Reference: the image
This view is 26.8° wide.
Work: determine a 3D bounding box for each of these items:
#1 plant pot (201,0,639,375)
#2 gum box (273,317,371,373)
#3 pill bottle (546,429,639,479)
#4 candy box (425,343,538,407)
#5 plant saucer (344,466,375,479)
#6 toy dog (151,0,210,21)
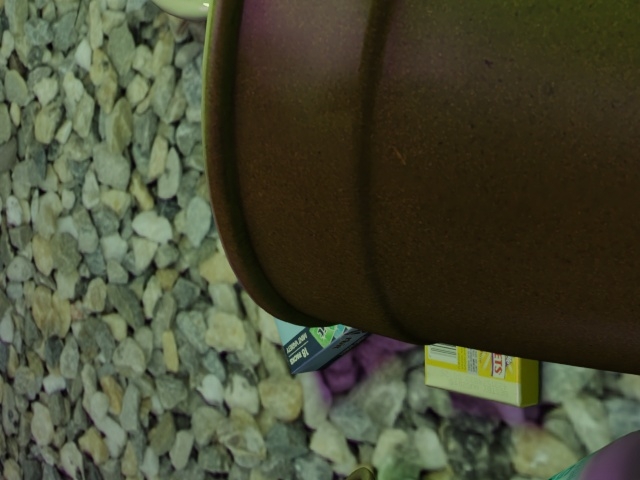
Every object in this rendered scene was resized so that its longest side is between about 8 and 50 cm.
[{"bbox_3d":[0.192,-0.080,0.626,0.353,0.366,0.366,19,110,25],"label":"plant pot"},{"bbox_3d":[0.000,0.000,1.154,0.157,0.041,0.184,-41,62,47],"label":"gum box"},{"bbox_3d":[0.160,0.235,0.875,0.264,0.146,0.146,-45,58,45],"label":"pill bottle"},{"bbox_3d":[0.120,0.015,1.007,0.105,0.027,0.205,6,99,50],"label":"candy box"},{"bbox_3d":[-0.012,0.314,1.075,0.277,0.041,0.278,-63,3,5],"label":"plant saucer"},{"bbox_3d":[-0.090,-0.383,1.046,0.408,0.285,0.395,2,95,51],"label":"toy dog"}]
